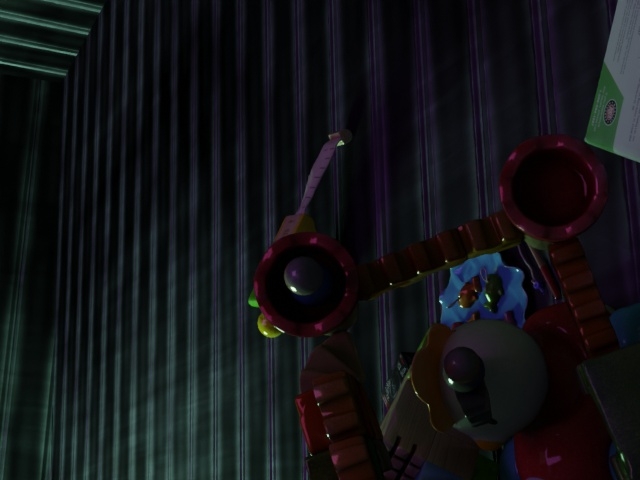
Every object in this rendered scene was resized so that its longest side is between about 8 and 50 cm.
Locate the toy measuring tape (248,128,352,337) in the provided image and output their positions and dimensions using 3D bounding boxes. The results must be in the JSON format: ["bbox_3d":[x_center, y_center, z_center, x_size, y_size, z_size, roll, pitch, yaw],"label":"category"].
[{"bbox_3d":[0.000,0.000,1.784,0.121,0.121,0.330,-7,56,65],"label":"toy measuring tape"}]

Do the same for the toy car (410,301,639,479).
[{"bbox_3d":[0.184,0.156,1.134,0.219,0.238,0.210,154,119,-62],"label":"toy car"}]

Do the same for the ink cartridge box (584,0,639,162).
[{"bbox_3d":[0.339,-0.132,1.039,0.212,0.093,0.154,-142,61,-64],"label":"ink cartridge box"}]

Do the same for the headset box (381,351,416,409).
[{"bbox_3d":[0.111,0.194,1.534,0.062,0.032,0.083,-116,39,-50],"label":"headset box"}]

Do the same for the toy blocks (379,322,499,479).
[{"bbox_3d":[0.064,0.313,1.274,0.381,0.191,0.261,-67,-4,37],"label":"toy blocks"}]

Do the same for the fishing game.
[{"bbox_3d":[0.181,0.092,1.398,0.264,0.041,0.189,-61,36,40],"label":"fishing game"}]

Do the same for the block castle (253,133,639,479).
[{"bbox_3d":[0.147,0.173,0.950,0.213,0.303,0.453,50,-160,-77],"label":"block castle"}]
